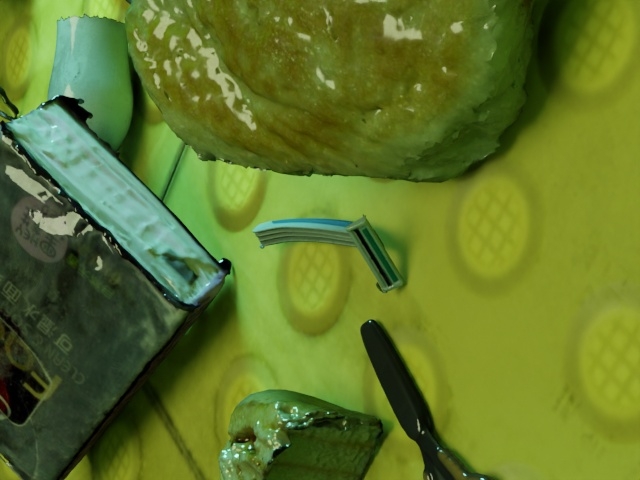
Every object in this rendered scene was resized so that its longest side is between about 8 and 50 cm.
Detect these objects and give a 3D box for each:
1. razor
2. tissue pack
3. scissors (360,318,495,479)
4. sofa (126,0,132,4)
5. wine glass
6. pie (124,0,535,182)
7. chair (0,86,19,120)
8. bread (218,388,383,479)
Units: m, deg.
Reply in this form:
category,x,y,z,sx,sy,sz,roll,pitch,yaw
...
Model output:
category,x,y,z,sx,sy,sz,roll,pitch,yaw
razor,0.003,-0.002,1.200,0.191,0.037,0.068,10,136,58
tissue pack,-0.273,0.065,1.428,0.259,0.122,0.361,46,128,5
scissors,0.077,0.147,1.097,0.088,0.017,0.220,-59,44,36
sofa,-0.212,-0.299,1.504,0.147,0.060,0.085,42,120,47
wine glass,-0.244,-0.133,1.503,0.093,0.093,0.202,-7,82,53
pie,0.017,-0.229,1.085,0.395,0.180,0.418,24,115,38
chair,-0.435,-0.328,1.755,0.160,0.170,0.325,16,142,49
bread,-0.025,0.168,1.175,0.156,0.103,0.110,-56,33,26
